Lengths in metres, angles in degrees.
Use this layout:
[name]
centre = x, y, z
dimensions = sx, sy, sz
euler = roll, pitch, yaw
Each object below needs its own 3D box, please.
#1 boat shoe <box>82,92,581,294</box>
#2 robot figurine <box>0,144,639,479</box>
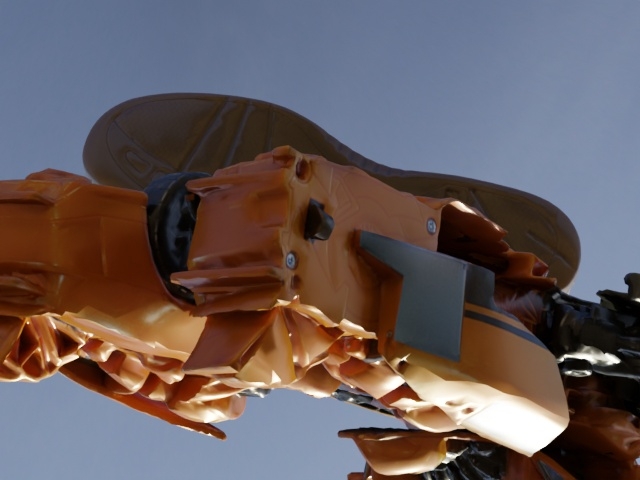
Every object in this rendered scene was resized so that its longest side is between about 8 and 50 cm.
[boat shoe]
centre = 0.000, 0.000, 1.164
dimensions = 0.341, 0.110, 0.121
euler = 19, -124, 9
[robot figurine]
centre = 0.019, 0.044, 0.613
dimensions = 0.291, 0.211, 0.085
euler = 27, -112, -47
